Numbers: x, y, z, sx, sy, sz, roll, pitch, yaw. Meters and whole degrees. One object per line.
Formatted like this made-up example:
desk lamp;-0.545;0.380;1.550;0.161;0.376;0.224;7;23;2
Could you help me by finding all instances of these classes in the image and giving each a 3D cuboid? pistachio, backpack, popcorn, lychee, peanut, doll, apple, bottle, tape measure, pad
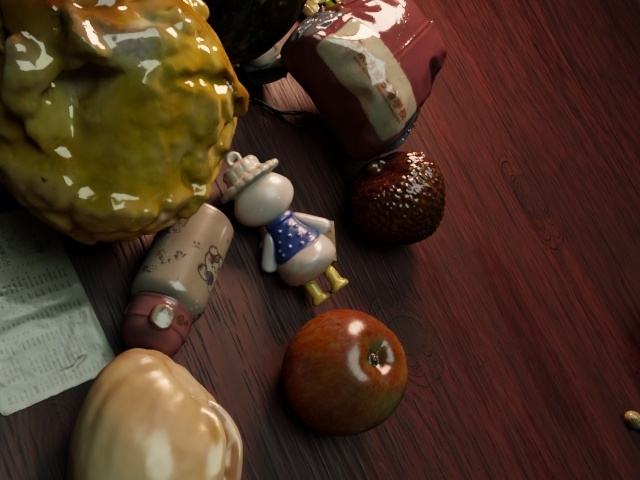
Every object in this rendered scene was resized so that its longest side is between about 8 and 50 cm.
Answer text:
pistachio;-0.205;0.287;0.754;0.193;0.213;0.318;52;36;-64
backpack;0.103;-0.344;1.225;0.283;0.197;0.317;53;58;-20
popcorn;-0.298;-0.199;0.859;0.344;0.353;0.391;-32;127;-41
lychee;0.144;-0.080;1.201;0.194;0.194;0.195;17;57;-27
peanut;0.705;0.401;1.413;0.083;0.037;0.037;27;53;-18
doll;-0.067;-0.026;1.068;0.138;0.119;0.293;-37;93;0
apple;0.039;0.199;0.971;0.188;0.174;0.188;16;59;-29
bottle;-0.209;0.059;0.919;0.109;0.110;0.233;30;51;-18
tape measure;-0.084;-0.298;1.253;0.180;0.104;0.107;57;23;-36
pad;-0.392;0.080;0.847;0.159;0.009;0.265;-21;79;-41

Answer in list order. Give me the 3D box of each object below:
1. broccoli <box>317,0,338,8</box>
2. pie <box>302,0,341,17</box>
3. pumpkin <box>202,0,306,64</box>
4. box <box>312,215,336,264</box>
broccoli;0.056;-0.425;1.348;0.204;0.118;0.123;51;48;-35
pie;-0.053;-0.579;1.415;0.282;0.068;0.129;48;49;-9
pumpkin;-0.220;-0.514;1.075;0.454;0.343;0.455;37;37;-35
box;0.000;0.000;1.154;0.053;0.024;0.083;14;57;-29
